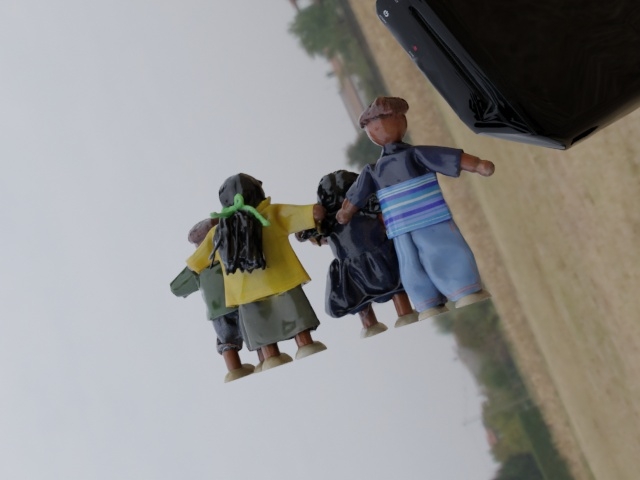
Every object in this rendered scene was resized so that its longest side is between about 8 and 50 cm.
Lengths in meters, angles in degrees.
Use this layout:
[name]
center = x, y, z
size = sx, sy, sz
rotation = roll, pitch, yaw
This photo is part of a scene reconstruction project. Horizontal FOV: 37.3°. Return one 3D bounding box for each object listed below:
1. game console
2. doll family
[game console]
center = 0.083, -0.221, 0.596
size = 0.361, 0.213, 0.044
rotation = 52, 146, 11
[doll family]
center = 0.000, 0.000, 0.493
size = 0.076, 0.193, 0.111
rotation = 13, -121, -77
